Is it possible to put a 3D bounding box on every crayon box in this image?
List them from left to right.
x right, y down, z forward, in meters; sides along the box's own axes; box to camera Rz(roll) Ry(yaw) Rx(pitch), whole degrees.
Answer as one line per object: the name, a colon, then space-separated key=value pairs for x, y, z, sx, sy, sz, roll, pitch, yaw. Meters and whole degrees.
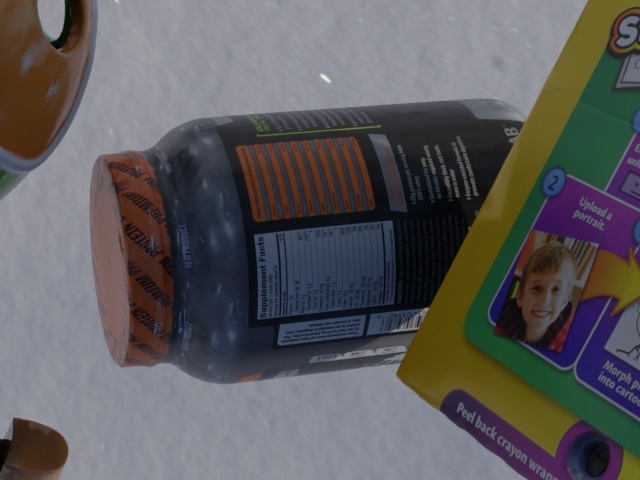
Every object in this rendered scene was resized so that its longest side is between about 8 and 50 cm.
crayon box: x=0.242 y=0.028 z=0.867 sx=0.106 sy=0.363 sz=0.313 roll=23 pitch=97 yaw=-38

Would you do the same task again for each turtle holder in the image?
turtle holder: x=-0.287 y=-0.157 z=1.056 sx=0.227 sy=0.320 sz=0.243 roll=-48 pitch=124 yaw=2

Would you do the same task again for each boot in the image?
boot: x=-0.295 y=0.170 z=1.140 sx=0.197 sy=0.073 sz=0.152 roll=26 pitch=135 yaw=-8

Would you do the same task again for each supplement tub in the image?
supplement tub: x=0.000 y=0.000 z=1.117 sx=0.316 sy=0.193 sz=0.193 roll=-5 pitch=107 yaw=-17
